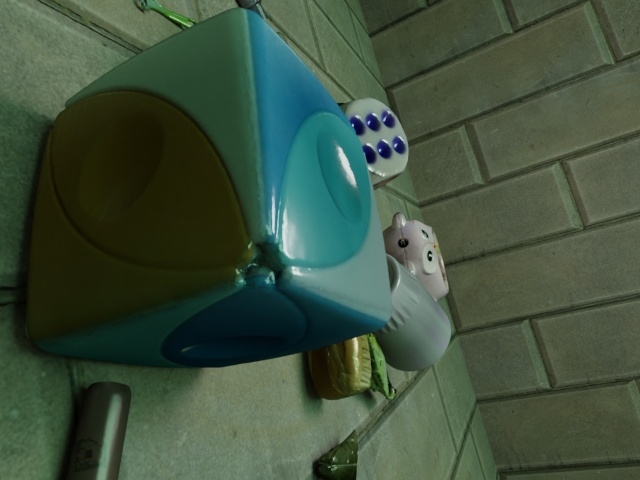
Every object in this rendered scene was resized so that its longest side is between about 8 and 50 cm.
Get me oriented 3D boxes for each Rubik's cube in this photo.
[{"bbox_3d":[-0.127,-0.027,0.596,0.352,0.352,0.347,30,46,-55],"label":"Rubik's cube"}]

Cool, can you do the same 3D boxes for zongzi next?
[{"bbox_3d":[0.035,0.458,0.964,0.154,0.062,0.130,52,40,-37],"label":"zongzi"}]

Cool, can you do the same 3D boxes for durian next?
[{"bbox_3d":[0.128,0.334,1.206,0.132,0.107,0.375,-75,148,-45],"label":"durian"}]

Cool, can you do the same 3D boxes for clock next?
[{"bbox_3d":[0.333,0.085,1.684,0.376,0.251,0.368,46,35,-58],"label":"clock"}]

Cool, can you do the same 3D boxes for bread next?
[{"bbox_3d":[0.038,0.251,1.033,0.106,0.140,0.236,37,38,-48],"label":"bread"}]

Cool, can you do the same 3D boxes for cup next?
[{"bbox_3d":[0.223,0.216,1.339,0.371,0.254,0.253,49,32,-38],"label":"cup"}]

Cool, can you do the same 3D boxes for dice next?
[{"bbox_3d":[0.087,-0.246,1.270,0.259,0.251,0.243,-22,85,-42],"label":"dice"}]

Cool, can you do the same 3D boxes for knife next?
[{"bbox_3d":[-0.320,-0.484,0.916,0.166,0.023,0.078,0,80,-64],"label":"knife"}]

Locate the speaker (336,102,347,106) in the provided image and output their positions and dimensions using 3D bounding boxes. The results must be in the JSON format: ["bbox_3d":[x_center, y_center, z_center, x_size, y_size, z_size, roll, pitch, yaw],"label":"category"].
[{"bbox_3d":[0.109,-0.407,1.579,0.180,0.184,0.388,60,20,-22],"label":"speaker"}]

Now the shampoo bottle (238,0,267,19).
[{"bbox_3d":[-0.225,-0.739,1.262,0.214,0.072,0.072,59,26,-28],"label":"shampoo bottle"}]

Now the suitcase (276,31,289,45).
[{"bbox_3d":[-0.140,-0.248,0.944,0.351,0.194,0.339,-73,149,-53],"label":"suitcase"}]

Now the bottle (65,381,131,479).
[{"bbox_3d":[-0.253,0.237,0.498,0.053,0.053,0.140,42,37,-50],"label":"bottle"}]
